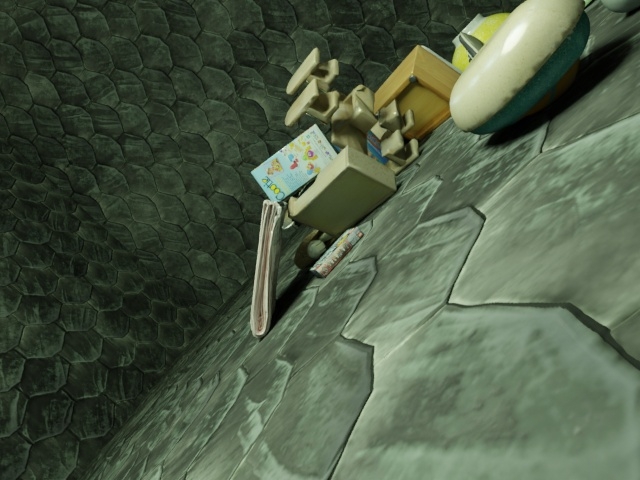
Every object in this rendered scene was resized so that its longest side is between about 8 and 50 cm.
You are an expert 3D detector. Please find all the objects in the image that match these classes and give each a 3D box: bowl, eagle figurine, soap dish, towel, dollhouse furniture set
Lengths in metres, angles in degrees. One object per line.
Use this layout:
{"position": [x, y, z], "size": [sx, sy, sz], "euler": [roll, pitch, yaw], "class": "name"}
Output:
{"position": [0.530, -0.644, 1.532], "size": [0.289, 0.156, 0.289], "euler": [-45, 6, 6], "class": "bowl"}
{"position": [-0.005, -0.141, 1.615], "size": [0.225, 0.298, 0.226], "euler": [-120, 29, -46], "class": "eagle figurine"}
{"position": [0.311, -0.445, 1.475], "size": [0.291, 0.229, 0.118], "euler": [-37, 27, 60], "class": "soap dish"}
{"position": [-0.129, 0.053, 1.206], "size": [0.332, 0.053, 0.317], "euler": [-109, 26, -84], "class": "towel"}
{"position": [0.059, -0.248, 1.307], "size": [0.256, 0.362, 0.394], "euler": [-39, 39, 42], "class": "dollhouse furniture set"}

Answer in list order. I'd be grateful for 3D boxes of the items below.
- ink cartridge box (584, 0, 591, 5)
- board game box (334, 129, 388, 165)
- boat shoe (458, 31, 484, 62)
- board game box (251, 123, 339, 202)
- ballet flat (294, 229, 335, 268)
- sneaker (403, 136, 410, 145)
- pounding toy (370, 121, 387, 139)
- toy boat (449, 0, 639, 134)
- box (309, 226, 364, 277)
{"position": [0.549, -0.529, 1.100], "size": [0.235, 0.056, 0.171], "euler": [-45, 4, 43], "class": "ink cartridge box"}
{"position": [0.152, -0.293, 1.557], "size": [0.047, 0.210, 0.160], "euler": [-49, 7, -22], "class": "board game box"}
{"position": [0.462, -0.554, 1.399], "size": [0.065, 0.075, 0.206], "euler": [-63, 37, 43], "class": "boat shoe"}
{"position": [-0.080, -0.264, 1.632], "size": [0.275, 0.144, 0.142], "euler": [-34, 5, 10], "class": "board game box"}
{"position": [0.000, 0.000, 1.359], "size": [0.067, 0.073, 0.206], "euler": [-13, 35, 54], "class": "ballet flat"}
{"position": [0.353, -0.442, 1.664], "size": [0.227, 0.087, 0.130], "euler": [-42, -14, -10], "class": "sneaker"}
{"position": [0.250, -0.394, 1.829], "size": [0.155, 0.154, 0.269], "euler": [-41, 7, 41], "class": "pounding toy"}
{"position": [0.332, -0.286, 0.667], "size": [0.318, 0.148, 0.267], "euler": [-54, 1, 1], "class": "toy boat"}
{"position": [0.036, 0.028, 1.078], "size": [0.137, 0.027, 0.094], "euler": [-47, 7, -11], "class": "box"}
